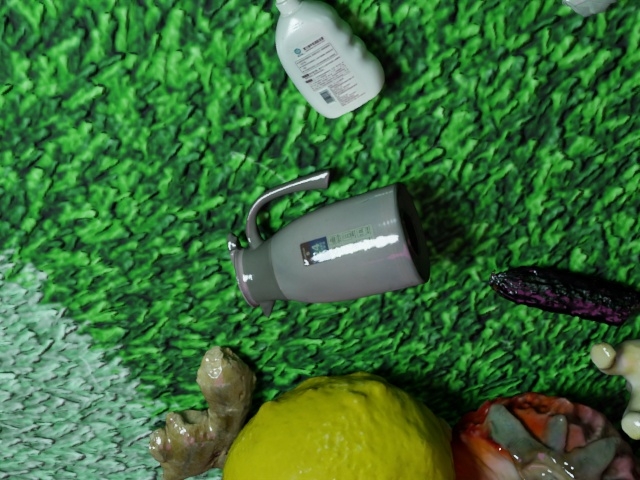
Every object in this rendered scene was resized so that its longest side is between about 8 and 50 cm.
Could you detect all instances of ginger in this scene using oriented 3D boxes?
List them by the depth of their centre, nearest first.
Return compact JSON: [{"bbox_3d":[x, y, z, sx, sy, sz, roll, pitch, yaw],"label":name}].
[{"bbox_3d":[-0.139,0.214,1.233,0.133,0.059,0.214,-4,129,-5],"label":"ginger"}]

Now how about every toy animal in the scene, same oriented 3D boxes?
[{"bbox_3d":[0.416,0.124,1.142,0.233,0.121,0.168,-36,159,30],"label":"toy animal"}]

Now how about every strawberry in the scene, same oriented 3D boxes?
[{"bbox_3d":[0.265,0.307,1.254,0.149,0.265,0.336,-36,160,-27],"label":"strawberry"}]

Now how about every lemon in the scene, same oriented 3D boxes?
[{"bbox_3d":[0.018,0.271,1.174,0.288,0.233,0.233,-22,126,-1],"label":"lemon"}]

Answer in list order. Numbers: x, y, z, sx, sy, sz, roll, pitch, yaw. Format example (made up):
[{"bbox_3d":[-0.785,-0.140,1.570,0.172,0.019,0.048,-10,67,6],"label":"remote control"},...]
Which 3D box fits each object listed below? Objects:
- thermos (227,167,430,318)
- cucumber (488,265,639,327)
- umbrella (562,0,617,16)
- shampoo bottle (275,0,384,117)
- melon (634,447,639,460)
[{"bbox_3d":[0.000,0.000,1.063,0.193,0.105,0.137,-15,101,17],"label":"thermos"},{"bbox_3d":[0.266,0.058,1.139,0.181,0.053,0.053,13,126,-10],"label":"cucumber"},{"bbox_3d":[0.264,-0.256,0.899,0.067,0.062,0.143,42,120,6],"label":"umbrella"},{"bbox_3d":[-0.009,-0.183,0.945,0.077,0.045,0.152,-28,125,20],"label":"shampoo bottle"},{"bbox_3d":[0.416,0.335,1.308,0.196,0.124,0.323,3,129,-14],"label":"melon"}]
